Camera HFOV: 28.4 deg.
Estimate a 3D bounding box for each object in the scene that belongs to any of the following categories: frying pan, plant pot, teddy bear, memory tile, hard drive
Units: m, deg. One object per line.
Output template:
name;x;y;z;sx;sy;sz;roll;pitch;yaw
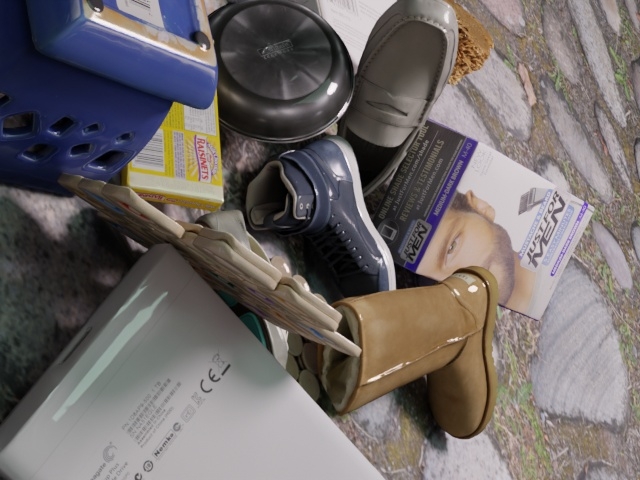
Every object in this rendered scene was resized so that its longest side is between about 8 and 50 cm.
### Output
frying pan;-0.060;-0.260;1.469;0.197;0.053;0.326;1;65;-13
plant pot;-0.232;-0.195;1.099;0.236;0.212;0.236;15;57;-54
teddy bear;0.112;-0.373;1.886;0.338;0.113;0.245;40;31;-25
memory tile;-0.033;0.097;1.405;0.113;0.012;0.148;44;37;-32
hard drive;-0.096;0.208;1.107;0.353;0.047;0.233;50;61;-25

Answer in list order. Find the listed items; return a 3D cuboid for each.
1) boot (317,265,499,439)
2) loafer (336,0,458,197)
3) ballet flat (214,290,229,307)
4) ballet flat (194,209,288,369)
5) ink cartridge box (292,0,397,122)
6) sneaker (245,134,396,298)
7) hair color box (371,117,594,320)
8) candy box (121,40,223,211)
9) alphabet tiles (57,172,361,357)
boot;0.101;0.154;1.486;0.269;0.089;0.236;-16;110;-49
loafer;0.084;-0.161;1.506;0.112;0.319;0.111;17;55;-2
ballet flat;-0.103;0.149;1.210;0.074;0.074;0.203;2;70;-57
ballet flat;-0.066;0.066;1.305;0.068;0.072;0.213;-18;83;-33
ink cartridge box;0.004;-0.315;1.641;0.207;0.117;0.283;18;56;-52
sneaker;-0.002;0.000;1.452;0.163;0.086;0.226;-22;92;-56
hair color box;0.220;-0.020;1.700;0.339;0.110;0.185;20;96;-49
candy box;-0.157;-0.131;1.317;0.105;0.027;0.206;11;58;-28
alphabet tiles;-0.096;0.018;1.127;0.278;0.284;0.021;35;80;-28
